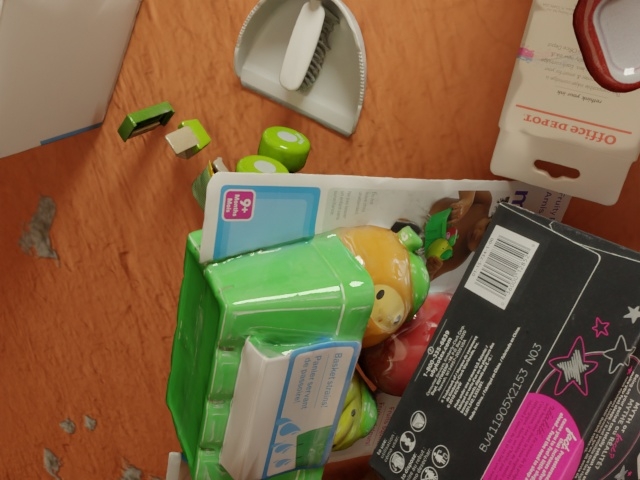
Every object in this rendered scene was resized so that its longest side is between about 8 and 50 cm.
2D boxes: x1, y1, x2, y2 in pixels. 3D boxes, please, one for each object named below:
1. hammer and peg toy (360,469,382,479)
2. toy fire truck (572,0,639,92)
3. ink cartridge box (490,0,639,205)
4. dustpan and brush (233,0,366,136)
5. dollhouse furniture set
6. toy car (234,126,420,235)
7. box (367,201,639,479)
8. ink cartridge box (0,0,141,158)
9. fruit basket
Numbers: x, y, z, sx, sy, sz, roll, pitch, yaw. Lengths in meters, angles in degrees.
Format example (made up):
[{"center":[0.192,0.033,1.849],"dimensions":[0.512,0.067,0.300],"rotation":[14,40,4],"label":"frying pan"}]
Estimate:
[{"center":[-0.012,0.382,0.855],"dimensions":[0.266,0.127,0.361],"rotation":[-25,99,33],"label":"hammer and peg toy"},{"center":[0.285,-0.255,0.411],"dimensions":[0.302,0.169,0.253],"rotation":[-19,106,17],"label":"toy fire truck"},{"center":[0.222,-0.140,0.564],"dimensions":[0.115,0.067,0.198],"rotation":[19,116,17],"label":"ink cartridge box"},{"center":[-0.006,-0.212,0.643],"dimensions":[0.147,0.060,0.211],"rotation":[28,120,12],"label":"dustpan and brush"},{"center":[-0.153,-0.080,0.757],"dimensions":[0.151,0.059,0.076],"rotation":[56,140,-1],"label":"dollhouse furniture set"},{"center":[0.000,0.000,0.692],"dimensions":[0.189,0.149,0.155],"rotation":[22,123,2],"label":"toy car"},{"center":[0.179,0.121,0.536],"dimensions":[0.163,0.142,0.247],"rotation":[33,98,53],"label":"box"},{"center":[-0.371,-0.249,0.716],"dimensions":[0.270,0.198,0.197],"rotation":[35,122,9],"label":"ink cartridge box"},{"center":[0.050,0.096,0.616],"dimensions":[0.353,0.165,0.326],"rotation":[2,119,-22],"label":"fruit basket"}]
